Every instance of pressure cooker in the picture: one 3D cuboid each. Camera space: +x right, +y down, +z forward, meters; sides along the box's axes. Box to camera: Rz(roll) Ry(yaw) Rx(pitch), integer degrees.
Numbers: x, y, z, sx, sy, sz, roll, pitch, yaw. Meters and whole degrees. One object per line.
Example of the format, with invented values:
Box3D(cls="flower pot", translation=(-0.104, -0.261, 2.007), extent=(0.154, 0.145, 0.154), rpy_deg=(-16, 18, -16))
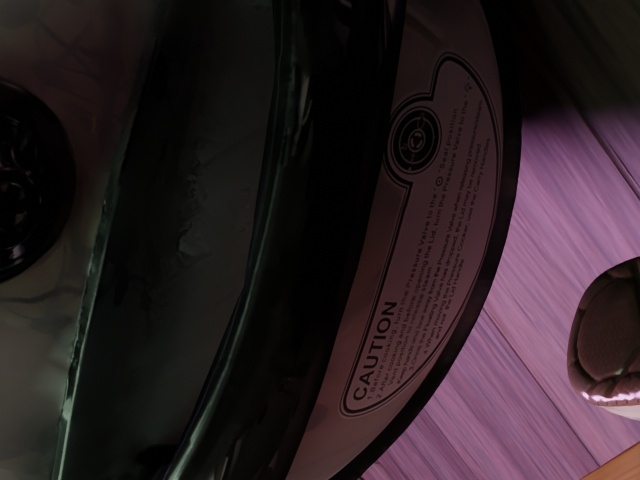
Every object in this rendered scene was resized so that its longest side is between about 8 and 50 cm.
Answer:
Box3D(cls="pressure cooker", translation=(-0.117, -0.044, 0.626), extent=(0.420, 0.375, 0.370), rpy_deg=(27, 149, 53))

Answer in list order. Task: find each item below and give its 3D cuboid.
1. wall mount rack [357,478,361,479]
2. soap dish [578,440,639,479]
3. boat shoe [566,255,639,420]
Box3D(cls="wall mount rack", translation=(0.056, 0.365, 1.441), extent=(0.350, 0.130, 0.304), rpy_deg=(44, 162, 17))
Box3D(cls="soap dish", translation=(0.201, 0.120, 0.385), extent=(0.229, 0.290, 0.118), rpy_deg=(103, 168, -69))
Box3D(cls="boat shoe", translation=(0.210, 0.038, 0.501), extent=(0.095, 0.095, 0.257), rpy_deg=(23, 168, -25))
